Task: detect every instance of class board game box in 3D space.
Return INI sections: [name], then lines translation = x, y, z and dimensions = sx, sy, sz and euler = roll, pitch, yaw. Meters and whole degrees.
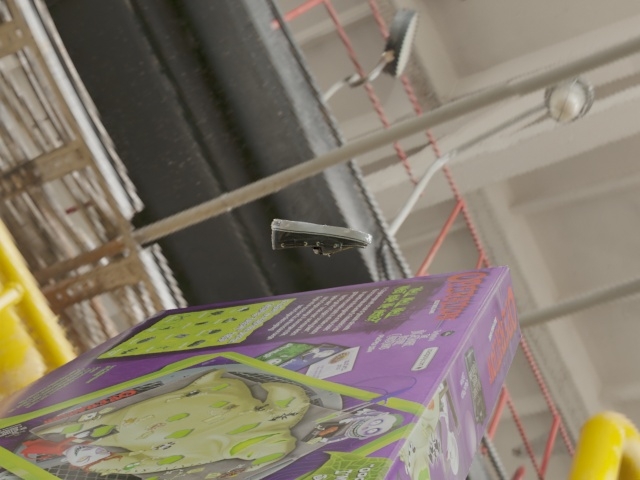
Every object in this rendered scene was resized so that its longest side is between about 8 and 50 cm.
[board game box]
translation = -0.040, 0.075, 0.455
dimensions = 0.208, 0.347, 0.056
euler = -12, -84, 18

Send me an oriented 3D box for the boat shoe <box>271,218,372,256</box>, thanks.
[boat shoe]
translation = 0.000, 0.000, 1.467
dimensions = 0.142, 0.049, 0.040
euler = 8, -92, -23
